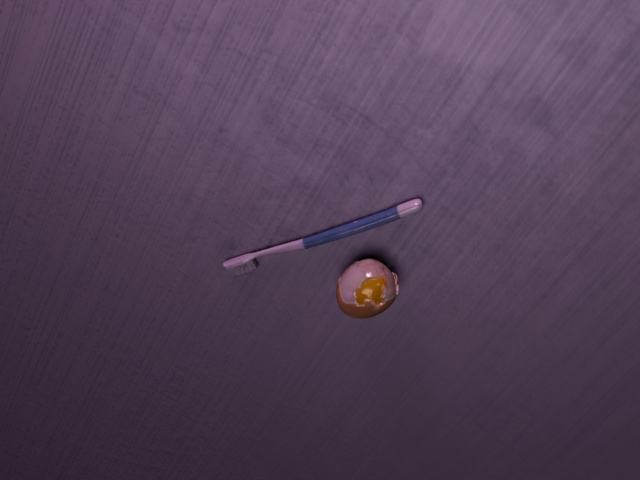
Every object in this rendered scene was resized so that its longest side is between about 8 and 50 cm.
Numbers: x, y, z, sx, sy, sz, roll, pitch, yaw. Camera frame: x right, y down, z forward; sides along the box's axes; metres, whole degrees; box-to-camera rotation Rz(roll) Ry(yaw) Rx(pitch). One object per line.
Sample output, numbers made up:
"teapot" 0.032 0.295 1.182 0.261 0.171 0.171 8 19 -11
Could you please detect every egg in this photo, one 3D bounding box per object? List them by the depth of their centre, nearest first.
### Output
"egg" 0.055 0.062 0.878 0.071 0.071 0.083 44 118 -11

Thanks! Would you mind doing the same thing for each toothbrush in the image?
"toothbrush" 0.000 0.000 0.888 0.275 0.019 0.025 -18 117 19
